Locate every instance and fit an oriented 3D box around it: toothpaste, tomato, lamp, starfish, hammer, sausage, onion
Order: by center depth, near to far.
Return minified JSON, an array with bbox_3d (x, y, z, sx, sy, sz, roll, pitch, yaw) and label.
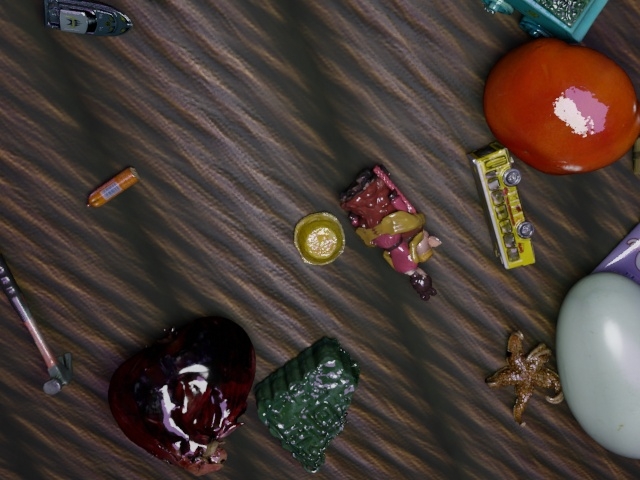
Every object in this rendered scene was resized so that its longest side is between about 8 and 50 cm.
[{"bbox_3d":[0.390,-0.212,1.114,0.259,0.260,0.180,36,86,-12],"label":"tomato"},{"bbox_3d":[-0.371,-0.091,1.202,0.107,0.031,0.031,-32,105,4],"label":"sausage"},{"bbox_3d":[-0.234,0.260,1.218,0.280,0.281,0.221,-20,139,1],"label":"onion"},{"bbox_3d":[0.143,-0.015,1.222,0.118,0.118,0.253,-41,103,7],"label":"lamp"},{"bbox_3d":[-0.531,0.137,1.224,0.033,0.111,0.288,-26,97,0],"label":"hammer"},{"bbox_3d":[0.647,-0.010,1.288,0.125,0.080,0.371,32,109,-14],"label":"toothpaste"},{"bbox_3d":[0.393,0.261,1.330,0.146,0.074,0.190,-26,105,1],"label":"starfish"}]

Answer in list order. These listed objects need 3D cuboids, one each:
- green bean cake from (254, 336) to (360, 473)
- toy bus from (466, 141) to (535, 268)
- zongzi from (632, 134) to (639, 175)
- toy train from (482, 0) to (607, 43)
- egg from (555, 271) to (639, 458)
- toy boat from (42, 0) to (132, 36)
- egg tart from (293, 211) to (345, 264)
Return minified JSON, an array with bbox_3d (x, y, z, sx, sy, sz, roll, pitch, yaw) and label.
[{"bbox_3d":[0.000,0.316,1.300,0.208,0.107,0.193,-38,103,4],"label":"green bean cake"},{"bbox_3d":[0.335,-0.064,1.241,0.074,0.081,0.226,-18,109,6],"label":"toy bus"},{"bbox_3d":[0.619,-0.161,1.257,0.083,0.040,0.076,-7,99,-15],"label":"zongzi"},{"bbox_3d":[0.359,-0.406,1.106,0.203,0.163,0.112,27,103,-10],"label":"toy train"},{"bbox_3d":[0.556,0.231,1.255,0.230,0.230,0.371,-22,104,2],"label":"egg"},{"bbox_3d":[-0.382,-0.367,1.117,0.141,0.060,0.055,6,128,-11],"label":"toy boat"},{"bbox_3d":[0.000,0.000,1.250,0.105,0.039,0.105,-2,105,-6],"label":"egg tart"}]
